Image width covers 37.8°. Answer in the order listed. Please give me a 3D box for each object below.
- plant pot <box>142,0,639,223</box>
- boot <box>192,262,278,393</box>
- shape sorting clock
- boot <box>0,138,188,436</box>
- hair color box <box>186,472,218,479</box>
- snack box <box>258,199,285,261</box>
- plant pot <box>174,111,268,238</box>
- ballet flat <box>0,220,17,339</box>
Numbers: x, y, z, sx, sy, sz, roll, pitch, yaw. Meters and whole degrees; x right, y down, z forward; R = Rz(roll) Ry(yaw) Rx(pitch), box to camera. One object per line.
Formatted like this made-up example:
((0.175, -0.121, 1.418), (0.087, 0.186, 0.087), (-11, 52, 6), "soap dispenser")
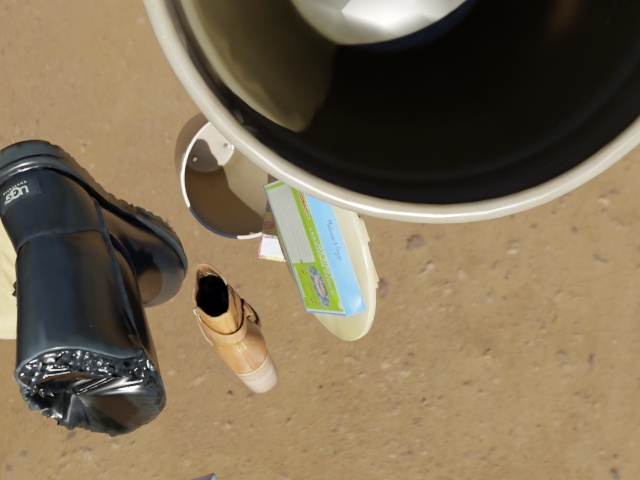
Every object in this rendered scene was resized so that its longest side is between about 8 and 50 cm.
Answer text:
((0.059, -0.199, 0.605), (0.323, 0.280, 0.323), (0, 105, -1), "plant pot")
((-0.181, 0.118, 1.627), (0.109, 0.220, 0.283), (-29, 44, -3), "boot")
((0.000, 0.000, 0.922), (0.040, 0.206, 0.206), (-20, 78, -18), "shape sorting clock")
((-0.166, 0.060, 0.737), (0.094, 0.246, 0.207), (-25, 59, 8), "boot")
((-0.290, 0.564, 1.589), (0.114, 0.185, 0.374), (66, 18, -13), "hair color box")
((-0.026, -0.011, 1.221), (0.100, 0.141, 0.037), (10, 111, -4), "snack box")
((-0.189, -0.167, 1.881), (0.256, 0.274, 0.257), (-8, 111, -21), "plant pot")
((-0.416, 0.011, 1.183), (0.073, 0.080, 0.232), (-6, 80, -30), "ballet flat")
